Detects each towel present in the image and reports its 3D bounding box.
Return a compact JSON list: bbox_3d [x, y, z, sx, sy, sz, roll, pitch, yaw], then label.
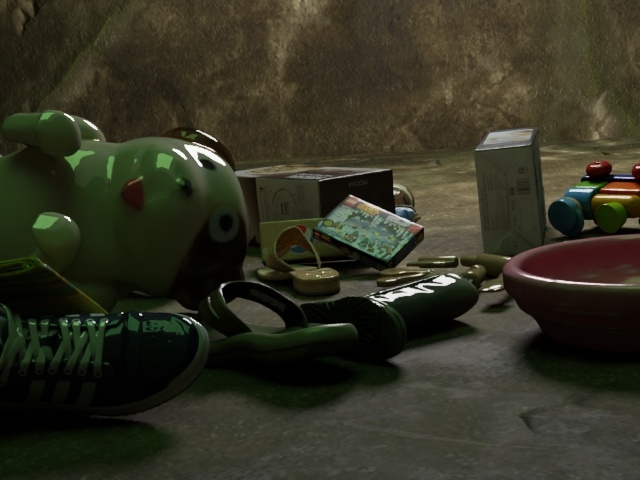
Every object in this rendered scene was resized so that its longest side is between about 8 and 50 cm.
[{"bbox_3d":[-0.259,0.082,1.415,0.102,0.021,0.237,-8,-31,25],"label":"towel"}]

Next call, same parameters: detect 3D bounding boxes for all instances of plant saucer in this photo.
[{"bbox_3d":[0.369,0.057,1.546,0.332,0.084,0.332,-3,9,1],"label":"plant saucer"}]

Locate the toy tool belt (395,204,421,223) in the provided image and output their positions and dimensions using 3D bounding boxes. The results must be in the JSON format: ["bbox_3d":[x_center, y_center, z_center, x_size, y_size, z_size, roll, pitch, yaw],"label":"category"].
[{"bbox_3d":[0.125,-0.034,2.362,0.083,0.052,0.051,-6,1,-8],"label":"toy tool belt"}]

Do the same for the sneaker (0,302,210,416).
[{"bbox_3d":[-0.257,0.099,1.328,0.282,0.099,0.153,-7,-28,19],"label":"sneaker"}]

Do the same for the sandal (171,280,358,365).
[{"bbox_3d":[-0.071,0.086,1.533,0.120,0.086,0.302,-11,5,-42],"label":"sandal"}]

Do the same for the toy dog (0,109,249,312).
[{"bbox_3d":[-0.286,0.003,1.692,0.407,0.285,0.395,-11,-30,11],"label":"toy dog"}]

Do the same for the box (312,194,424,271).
[{"bbox_3d":[0.070,-0.010,2.047,0.137,0.027,0.094,24,48,29],"label":"box"}]

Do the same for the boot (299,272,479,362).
[{"bbox_3d":[0.100,0.084,1.588,0.208,0.076,0.189,-2,8,-36],"label":"boot"}]

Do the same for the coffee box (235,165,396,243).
[{"bbox_3d":[-0.031,-0.059,2.369,0.168,0.119,0.297,-10,10,-38],"label":"coffee box"}]

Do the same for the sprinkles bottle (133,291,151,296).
[{"bbox_3d":[-0.206,-0.007,2.118,0.121,0.121,0.355,-2,8,12],"label":"sprinkles bottle"}]

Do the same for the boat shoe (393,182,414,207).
[{"bbox_3d":[0.033,-0.070,2.508,0.257,0.095,0.095,0,16,23],"label":"boat shoe"}]

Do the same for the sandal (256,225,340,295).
[{"bbox_3d":[-0.030,0.020,1.990,0.088,0.079,0.240,-7,9,-18],"label":"sandal"}]

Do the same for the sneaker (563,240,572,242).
[{"bbox_3d":[0.354,0.019,1.963,0.069,0.038,0.098,-2,0,27],"label":"sneaker"}]

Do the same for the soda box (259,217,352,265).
[{"bbox_3d":[0.000,0.000,2.125,0.181,0.061,0.058,-4,-10,2],"label":"soda box"}]

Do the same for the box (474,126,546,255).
[{"bbox_3d":[0.301,-0.080,2.200,0.087,0.169,0.290,-5,10,12],"label":"box"}]

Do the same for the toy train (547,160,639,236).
[{"bbox_3d":[0.486,-0.054,2.182,0.248,0.105,0.143,5,23,46],"label":"toy train"}]

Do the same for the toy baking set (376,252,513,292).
[{"bbox_3d":[0.190,0.052,1.857,0.196,0.030,0.256,-14,12,-35],"label":"toy baking set"}]
